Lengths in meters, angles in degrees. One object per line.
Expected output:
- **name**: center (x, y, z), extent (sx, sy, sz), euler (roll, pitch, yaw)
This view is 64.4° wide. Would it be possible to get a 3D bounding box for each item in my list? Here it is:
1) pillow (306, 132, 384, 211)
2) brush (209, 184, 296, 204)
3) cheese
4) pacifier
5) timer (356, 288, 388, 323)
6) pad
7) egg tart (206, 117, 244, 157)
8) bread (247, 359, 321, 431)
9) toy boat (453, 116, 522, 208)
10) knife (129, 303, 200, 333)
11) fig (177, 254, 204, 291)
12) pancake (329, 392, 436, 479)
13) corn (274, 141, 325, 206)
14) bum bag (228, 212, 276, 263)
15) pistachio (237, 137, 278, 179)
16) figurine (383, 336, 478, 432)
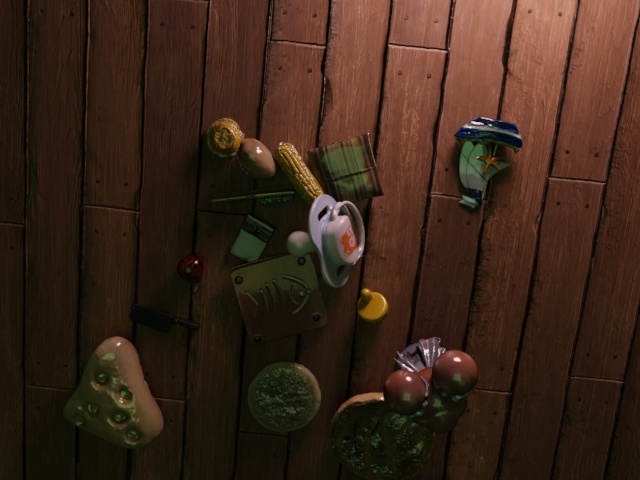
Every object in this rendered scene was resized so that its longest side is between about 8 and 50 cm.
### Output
- **pillow**: center (0.081, -0.218, 1.636), extent (0.211, 0.052, 0.209), euler (-15, 100, 7)
- **brush**: center (-0.217, -0.141, 1.655), extent (0.281, 0.054, 0.048), euler (-5, 118, 2)
- **cheese**: center (-0.659, 0.529, 1.727), extent (0.328, 0.129, 0.351), euler (31, 100, -2)
- **pacifier**: center (0.000, 0.000, 1.613), extent (0.232, 0.244, 0.300), euler (-6, 115, 26)
- **timer**: center (0.170, 0.218, 1.678), extent (0.107, 0.109, 0.107), euler (-9, 58, 15)
- **pad**: center (-0.137, 0.191, 1.716), extent (0.283, 0.018, 0.287), euler (-15, 101, -1)
- **egg tart**: center (-0.309, -0.326, 1.627), extent (0.128, 0.049, 0.129), euler (0, 98, 2)
- **bread**: center (-0.126, 0.547, 1.770), extent (0.266, 0.040, 0.267), euler (0, 99, 1)
- **toy boat**: center (0.518, -0.245, 1.639), extent (0.220, 0.067, 0.292), euler (11, 110, -1)
- **knife**: center (-0.536, 0.282, 1.745), extent (0.245, 0.019, 0.072), euler (16, 103, 1)
- **fig**: center (-0.422, 0.111, 1.691), extent (0.088, 0.089, 0.125), euler (-13, 125, 3)
- **pancake**: center (0.211, 0.676, 1.747), extent (0.386, 0.082, 0.388), euler (3, 113, 7)
- **corn**: center (-0.068, -0.209, 1.620), extent (0.080, 0.080, 0.238), euler (-32, 89, 5)
- **bum bag**: center (-0.229, -0.001, 1.689), extent (0.109, 0.026, 0.160), euler (28, 99, -5)
- **pistachio**: center (-0.201, -0.253, 1.614), extent (0.149, 0.113, 0.113), euler (37, 98, -23)
- **figurine**: center (0.341, 0.432, 1.570), extent (0.276, 0.388, 0.248), euler (-26, 97, 7)
